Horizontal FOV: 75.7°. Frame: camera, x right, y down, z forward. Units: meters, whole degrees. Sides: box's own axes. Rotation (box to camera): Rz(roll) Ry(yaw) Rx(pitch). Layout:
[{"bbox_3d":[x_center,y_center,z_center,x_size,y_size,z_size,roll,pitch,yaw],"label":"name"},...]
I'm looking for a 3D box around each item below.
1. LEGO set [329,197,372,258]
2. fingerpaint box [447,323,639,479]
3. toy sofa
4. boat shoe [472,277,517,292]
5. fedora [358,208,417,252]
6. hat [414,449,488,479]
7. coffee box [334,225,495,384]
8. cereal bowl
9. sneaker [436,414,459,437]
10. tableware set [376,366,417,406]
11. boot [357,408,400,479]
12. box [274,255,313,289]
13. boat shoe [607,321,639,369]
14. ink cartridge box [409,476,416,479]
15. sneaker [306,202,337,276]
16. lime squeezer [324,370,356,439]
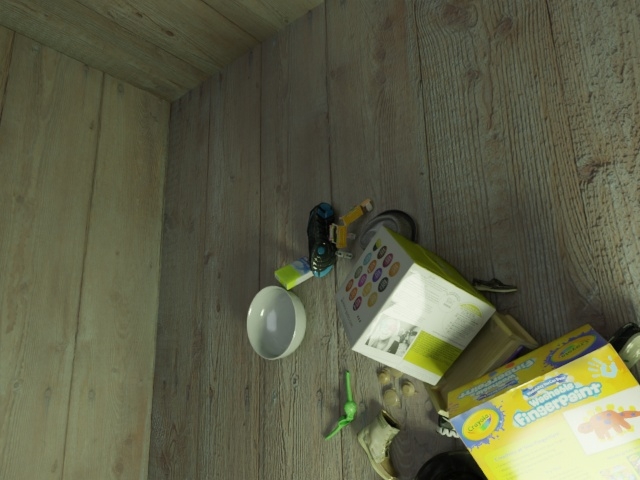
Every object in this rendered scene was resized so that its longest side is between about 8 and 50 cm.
[{"bbox_3d":[0.115,-0.069,1.825,0.107,0.132,0.287,26,95,64],"label":"LEGO set"},{"bbox_3d":[0.636,0.502,1.106,0.445,0.163,0.371,-36,86,17],"label":"fingerpaint box"},{"bbox_3d":[0.515,0.407,1.314,0.362,0.177,0.150,-56,20,16],"label":"toy sofa"},{"bbox_3d":[0.593,0.153,1.415,0.152,0.056,0.049,-2,85,40],"label":"boat shoe"},{"bbox_3d":[0.253,-0.015,1.688,0.275,0.124,0.244,-21,67,35],"label":"fedora"},{"bbox_3d":[0.444,0.805,1.265,0.331,0.134,0.331,-9,56,14],"label":"hat"},{"bbox_3d":[0.293,0.205,1.388,0.334,0.338,0.337,-57,18,14],"label":"coffee box"},{"bbox_3d":[-0.191,0.388,1.960,0.339,0.141,0.339,-10,74,37],"label":"cereal bowl"},{"bbox_3d":[0.499,0.616,1.381,0.234,0.078,0.106,-5,80,41],"label":"sneaker"},{"bbox_3d":[0.289,0.555,1.606,0.141,0.020,0.169,-37,60,30],"label":"tableware set"},{"bbox_3d":[0.250,0.773,1.556,0.165,0.077,0.213,-53,50,16],"label":"boot"},{"bbox_3d":[-0.115,0.151,1.954,0.109,0.178,0.042,39,144,37],"label":"box"},{"bbox_3d":[0.833,0.335,1.180,0.233,0.084,0.079,-59,13,22],"label":"boat shoe"},{"bbox_3d":[0.444,0.970,1.359,0.371,0.069,0.176,14,89,43],"label":"ink cartridge box"},{"bbox_3d":[0.000,0.000,1.924,0.139,0.125,0.341,172,104,-66],"label":"sneaker"},{"bbox_3d":[0.091,0.714,1.713,0.110,0.059,0.310,19,94,40],"label":"lime squeezer"}]
